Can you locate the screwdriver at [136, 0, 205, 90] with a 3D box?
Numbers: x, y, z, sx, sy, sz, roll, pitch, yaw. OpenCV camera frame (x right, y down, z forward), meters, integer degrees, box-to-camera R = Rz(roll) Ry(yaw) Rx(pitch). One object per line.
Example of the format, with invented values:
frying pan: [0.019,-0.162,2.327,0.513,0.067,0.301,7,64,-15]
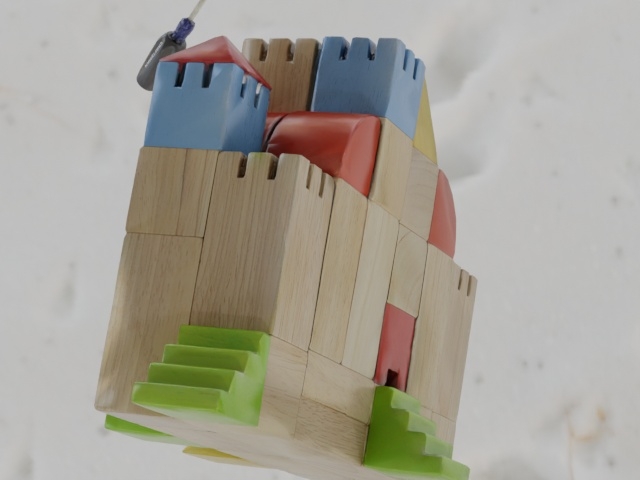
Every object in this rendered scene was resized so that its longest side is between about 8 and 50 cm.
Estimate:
screwdriver: [-0.092,-0.177,1.382,0.024,0.170,0.025,30,35,-14]

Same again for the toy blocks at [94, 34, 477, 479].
toy blocks: [0.000,0.000,1.074,0.191,0.381,0.260,4,78,25]
